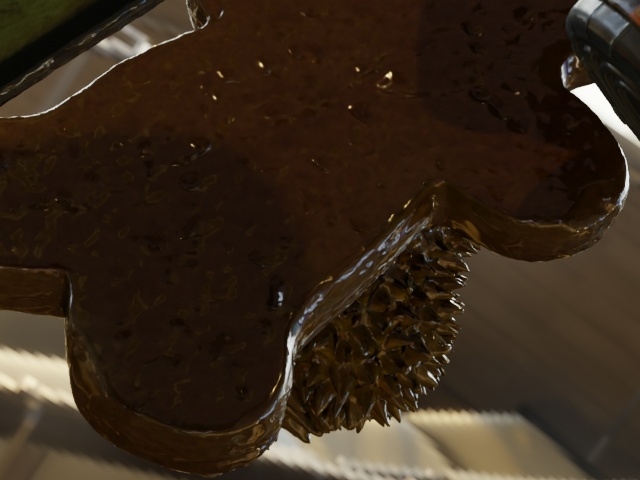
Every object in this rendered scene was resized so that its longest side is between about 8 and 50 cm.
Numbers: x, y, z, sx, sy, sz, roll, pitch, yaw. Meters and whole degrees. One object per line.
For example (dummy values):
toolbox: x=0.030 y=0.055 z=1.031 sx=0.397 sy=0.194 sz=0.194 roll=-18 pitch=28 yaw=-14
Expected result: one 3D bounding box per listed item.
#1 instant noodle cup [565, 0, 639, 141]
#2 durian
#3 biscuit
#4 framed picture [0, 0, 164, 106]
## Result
instant noodle cup: x=0.182 y=-0.084 z=0.794 sx=0.208 sy=0.125 sz=0.177 roll=50 pitch=2 yaw=-1
durian: x=0.010 y=0.002 z=1.133 sx=0.183 sy=0.249 sz=0.138 roll=22 pitch=-12 yaw=-28
biscuit: x=0.018 y=-0.059 z=0.977 sx=0.432 sy=0.064 sz=0.283 roll=-38 pitch=59 yaw=-25
framed picture: x=-0.248 y=-0.129 z=0.637 sx=0.338 sy=0.255 sz=0.014 roll=48 pitch=-19 yaw=21
